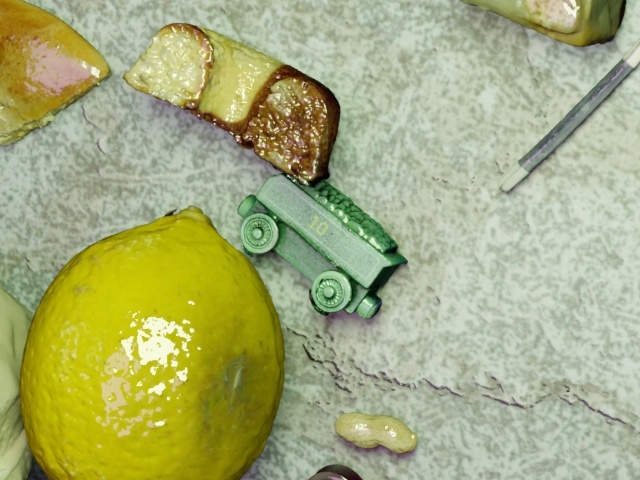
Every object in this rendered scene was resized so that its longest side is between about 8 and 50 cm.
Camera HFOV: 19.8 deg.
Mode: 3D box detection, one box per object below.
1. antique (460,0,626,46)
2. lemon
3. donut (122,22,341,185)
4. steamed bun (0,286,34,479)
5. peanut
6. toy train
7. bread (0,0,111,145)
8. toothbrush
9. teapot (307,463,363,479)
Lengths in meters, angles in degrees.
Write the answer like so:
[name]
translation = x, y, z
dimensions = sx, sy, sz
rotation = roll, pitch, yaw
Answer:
[antique]
translation = 0.219, -0.322, 1.558
dimensions = 0.150, 0.125, 0.284
rotation = 23, 107, 18
[lemon]
translation = -0.159, 0.117, 1.734
dimensions = 0.253, 0.253, 0.310
rotation = 11, 88, 22
[donut]
translation = -0.064, -0.133, 1.712
dimensions = 0.217, 0.141, 0.085
rotation = 28, 99, 17
[steamed bun]
translation = -0.418, 0.196, 1.861
dimensions = 0.339, 0.247, 0.352
rotation = 4, 64, 37
[peanut]
translation = 0.054, 0.184, 1.767
dimensions = 0.083, 0.037, 0.037
rotation = 10, 103, 24
[toy train]
translation = 0.000, 0.000, 1.743
dimensions = 0.172, 0.070, 0.099
rotation = 39, 105, 14
[bread]
translation = -0.274, -0.169, 1.842
dimensions = 0.136, 0.054, 0.154
rotation = 3, 103, 20
[toothbrush]
translation = 0.259, -0.142, 1.629
dimensions = 0.026, 0.024, 0.288
rotation = 42, 112, -4
[teapot]
translation = 0.008, 0.256, 1.794
dimensions = 0.100, 0.045, 0.068
rotation = -14, 92, 24
